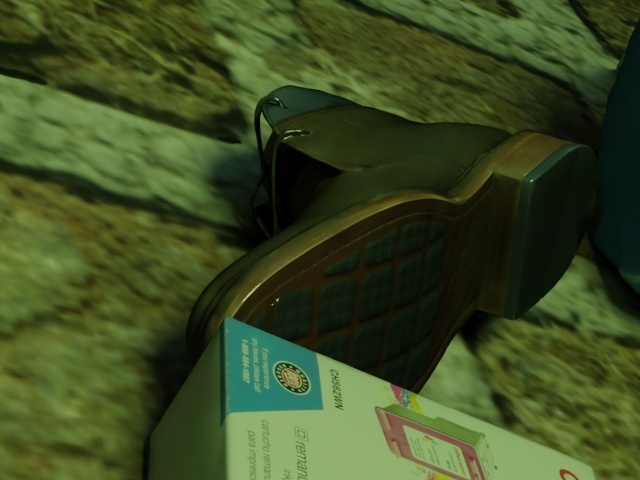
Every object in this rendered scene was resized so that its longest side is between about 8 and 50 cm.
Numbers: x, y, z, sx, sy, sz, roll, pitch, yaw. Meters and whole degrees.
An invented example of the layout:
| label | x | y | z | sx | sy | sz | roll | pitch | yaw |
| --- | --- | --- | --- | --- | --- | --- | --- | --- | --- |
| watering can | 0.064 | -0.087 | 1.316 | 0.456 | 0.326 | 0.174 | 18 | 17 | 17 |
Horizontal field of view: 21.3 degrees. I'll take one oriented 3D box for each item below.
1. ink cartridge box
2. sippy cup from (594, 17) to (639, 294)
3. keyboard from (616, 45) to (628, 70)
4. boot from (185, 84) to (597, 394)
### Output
| label | x | y | z | sx | sy | sz | roll | pitch | yaw |
| --- | --- | --- | --- | --- | --- | --- | --- | --- | --- |
| ink cartridge box | 0.019 | 0.082 | 0.450 | 0.122 | 0.052 | 0.088 | 24 | 27 | -18 |
| sippy cup | 0.248 | -0.033 | 0.730 | 0.224 | 0.305 | 0.240 | 14 | 58 | -10 |
| keyboard | 0.205 | -0.121 | 0.865 | 0.072 | 0.014 | 0.256 | 1 | -9 | 1 |
| boot | 0.000 | 0.000 | 0.579 | 0.106 | 0.082 | 0.219 | 20 | 23 | 29 |
